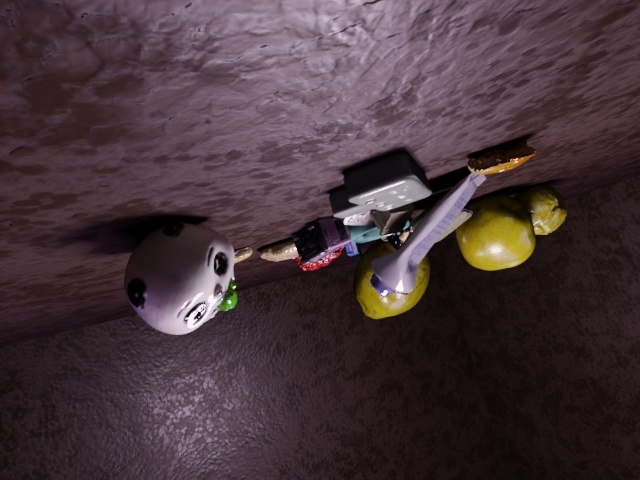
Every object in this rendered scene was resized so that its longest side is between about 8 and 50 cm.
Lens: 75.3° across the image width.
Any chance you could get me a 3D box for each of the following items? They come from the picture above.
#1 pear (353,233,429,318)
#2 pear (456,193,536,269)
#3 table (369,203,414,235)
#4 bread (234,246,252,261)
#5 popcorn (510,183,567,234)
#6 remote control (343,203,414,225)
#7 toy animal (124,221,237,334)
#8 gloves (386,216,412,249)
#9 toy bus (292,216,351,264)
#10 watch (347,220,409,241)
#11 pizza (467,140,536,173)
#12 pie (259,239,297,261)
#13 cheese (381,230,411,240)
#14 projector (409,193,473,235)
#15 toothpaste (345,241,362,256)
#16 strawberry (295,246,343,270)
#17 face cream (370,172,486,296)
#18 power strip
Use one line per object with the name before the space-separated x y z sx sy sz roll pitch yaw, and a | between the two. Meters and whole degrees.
pear | 0.325 0.162 1.889 0.414 0.352 0.352 -59 160 11
pear | 0.656 -0.023 1.568 0.294 0.295 0.294 -15 173 -2
table | 0.180 -0.065 1.060 0.079 0.062 0.083 -10 141 -27
bread | -0.250 0.046 1.263 0.083 0.035 0.070 -19 175 -22
popcorn | 0.866 -0.122 1.648 0.221 0.204 0.183 3 166 -26
remote control | 0.162 -0.080 1.126 0.229 0.044 0.073 -4 144 -30
toy animal | -0.261 0.076 0.819 0.212 0.213 0.266 -13 179 -18
gloves | 0.286 -0.020 1.480 0.106 0.129 0.180 -14 172 10
toy bus | 0.000 0.000 1.196 0.108 0.096 0.199 -16 171 -28
watch | 0.191 -0.050 1.333 0.195 0.068 0.237 -20 167 20
pizza | 0.388 -0.175 0.881 0.178 0.041 0.131 -12 174 -24
pie | -0.111 0.034 1.380 0.185 0.052 0.218 -12 174 -32
cheese | 0.333 -0.035 1.768 0.171 0.048 0.092 -12 174 -21
projector | 0.379 -0.061 1.339 0.193 0.088 0.269 -42 162 23
toothpaste | 0.153 0.041 1.897 0.053 0.066 0.272 -16 173 9
strawberry | 0.013 0.048 1.547 0.228 0.098 0.174 -17 173 23
face cream | 0.287 -0.015 1.100 0.420 0.137 0.234 -51 160 16
power strip | 0.114 -0.096 0.843 0.193 0.059 0.265 -18 172 22
